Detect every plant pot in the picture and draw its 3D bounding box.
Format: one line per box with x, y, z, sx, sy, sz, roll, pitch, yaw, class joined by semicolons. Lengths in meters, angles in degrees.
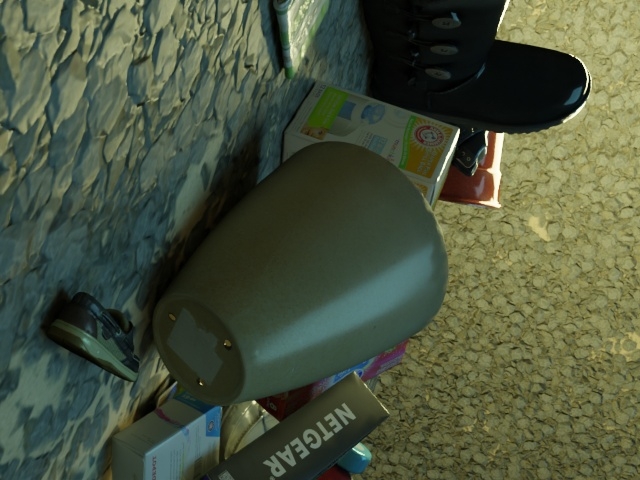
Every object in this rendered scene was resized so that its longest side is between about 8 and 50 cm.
0.232;-0.215;1.889;0.272;0.272;0.265;-18;120;-77;plant pot
-0.042;0.058;1.093;0.274;0.256;0.256;-33;146;-44;plant pot

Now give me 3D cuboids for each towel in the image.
-0.022;-0.259;1.110;0.152;0.023;0.113;88;27;-70;towel

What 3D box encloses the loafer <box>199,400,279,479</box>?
-0.088;0.282;1.542;0.319;0.111;0.112;-51;159;-60;loafer

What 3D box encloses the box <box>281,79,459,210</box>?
0.064;-0.109;1.314;0.103;0.203;0.114;97;17;-51;box

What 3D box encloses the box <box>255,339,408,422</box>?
0.003;0.139;1.439;0.257;0.128;0.122;-20;134;-42;box

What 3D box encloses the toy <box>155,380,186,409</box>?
-0.172;0.257;1.224;0.137;0.056;0.237;-48;156;-60;toy

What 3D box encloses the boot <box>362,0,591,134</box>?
0.248;-0.311;1.487;0.445;0.367;0.146;77;13;-71;boot

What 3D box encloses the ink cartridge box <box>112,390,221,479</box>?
-0.167;0.230;1.098;0.122;0.052;0.088;-29;132;-50;ink cartridge box

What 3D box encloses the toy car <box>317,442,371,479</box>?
-0.065;0.422;1.760;0.219;0.210;0.238;-59;158;7;toy car

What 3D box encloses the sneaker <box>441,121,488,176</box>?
0.180;-0.157;1.730;0.226;0.163;0.086;-34;172;3;sneaker

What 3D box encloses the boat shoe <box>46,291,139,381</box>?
-0.179;0.083;0.852;0.049;0.056;0.152;-62;168;-12;boat shoe

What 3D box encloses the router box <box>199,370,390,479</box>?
-0.081;0.310;1.268;0.243;0.081;0.309;-47;167;35;router box
